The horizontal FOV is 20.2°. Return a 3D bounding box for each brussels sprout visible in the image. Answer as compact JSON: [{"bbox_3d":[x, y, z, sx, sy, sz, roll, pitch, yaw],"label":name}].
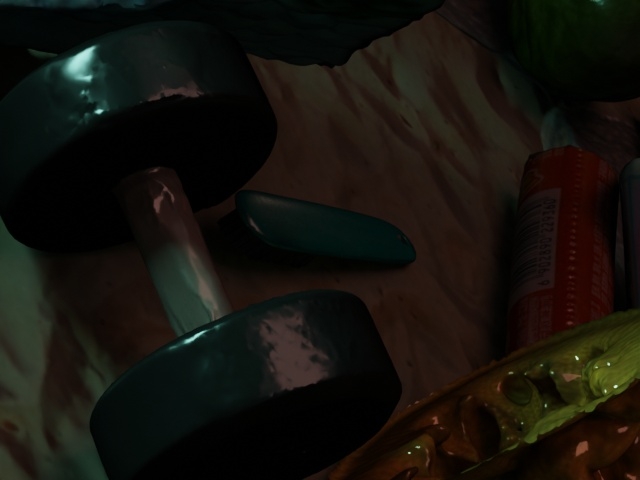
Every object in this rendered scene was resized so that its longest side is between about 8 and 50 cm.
[{"bbox_3d":[0.216,-0.180,1.422,0.131,0.183,0.145,-9,104,-23],"label":"brussels sprout"}]

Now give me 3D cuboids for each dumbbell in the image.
[{"bbox_3d":[-0.068,0.015,0.908,0.152,0.152,0.218,-1,58,-48],"label":"dumbbell"}]

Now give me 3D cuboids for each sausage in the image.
[{"bbox_3d":[0.162,0.043,1.201,0.074,0.074,0.274,36,35,-18],"label":"sausage"}]

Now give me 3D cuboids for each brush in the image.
[{"bbox_3d":[0.000,0.000,1.112,0.193,0.032,0.043,11,44,-57],"label":"brush"}]

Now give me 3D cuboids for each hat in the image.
[{"bbox_3d":[0.150,0.183,0.967,0.233,0.244,0.233,-31,96,-47],"label":"hat"}]

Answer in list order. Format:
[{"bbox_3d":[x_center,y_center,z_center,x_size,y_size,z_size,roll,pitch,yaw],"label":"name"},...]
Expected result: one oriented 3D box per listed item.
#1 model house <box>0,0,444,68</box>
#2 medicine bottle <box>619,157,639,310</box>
[{"bbox_3d":[-0.119,-0.287,0.959,0.339,0.297,0.360,1,88,-15],"label":"model house"},{"bbox_3d":[0.259,0.036,1.244,0.119,0.094,0.188,10,76,-81],"label":"medicine bottle"}]
